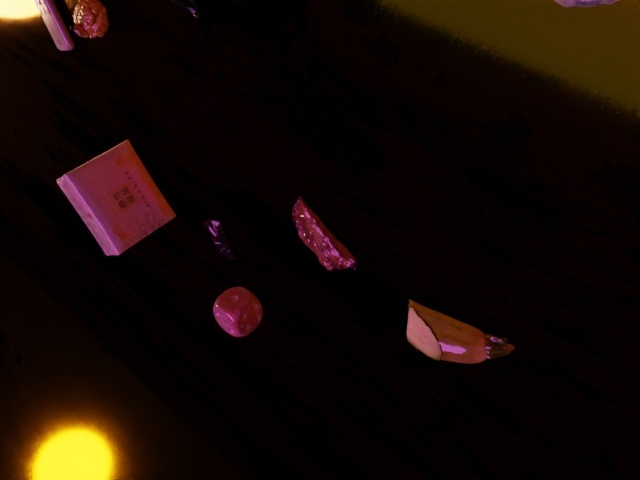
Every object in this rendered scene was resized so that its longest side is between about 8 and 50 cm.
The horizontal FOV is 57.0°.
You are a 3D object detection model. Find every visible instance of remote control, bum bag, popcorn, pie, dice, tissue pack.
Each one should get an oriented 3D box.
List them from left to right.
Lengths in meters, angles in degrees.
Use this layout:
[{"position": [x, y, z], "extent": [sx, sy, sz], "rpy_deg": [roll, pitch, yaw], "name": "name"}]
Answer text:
[{"position": [-0.620, -0.544, 1.295], "extent": [0.067, 0.029, 0.260], "rpy_deg": [15, 134, 41], "name": "remote control"}, {"position": [-0.469, -0.439, 1.179], "extent": [0.084, 0.084, 0.084], "rpy_deg": [31, 143, 27], "name": "popcorn"}, {"position": [-0.500, -0.103, 1.459], "extent": [0.124, 0.185, 0.225], "rpy_deg": [-5, 119, 55], "name": "tissue pack"}, {"position": [-0.237, -0.003, 1.388], "extent": [0.058, 0.034, 0.124], "rpy_deg": [4, 128, 31], "name": "bum bag"}, {"position": [-0.208, 0.179, 1.485], "extent": [0.094, 0.093, 0.091], "rpy_deg": [23, 139, 37], "name": "dice"}, {"position": [0.000, 0.000, 1.113], "extent": [0.170, 0.034, 0.092], "rpy_deg": [48, 144, 1], "name": "pie"}]

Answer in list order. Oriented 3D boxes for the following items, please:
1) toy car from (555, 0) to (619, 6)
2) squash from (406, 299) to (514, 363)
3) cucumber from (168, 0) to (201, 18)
[{"position": [0.232, -0.297, 0.515], "extent": [0.093, 0.058, 0.186], "rpy_deg": [17, 136, 42], "name": "toy car"}, {"position": [0.220, 0.165, 0.983], "extent": [0.200, 0.075, 0.090], "rpy_deg": [15, 108, 39], "name": "squash"}, {"position": [-0.260, -0.423, 0.992], "extent": [0.184, 0.033, 0.036], "rpy_deg": [38, 171, 17], "name": "cucumber"}]
